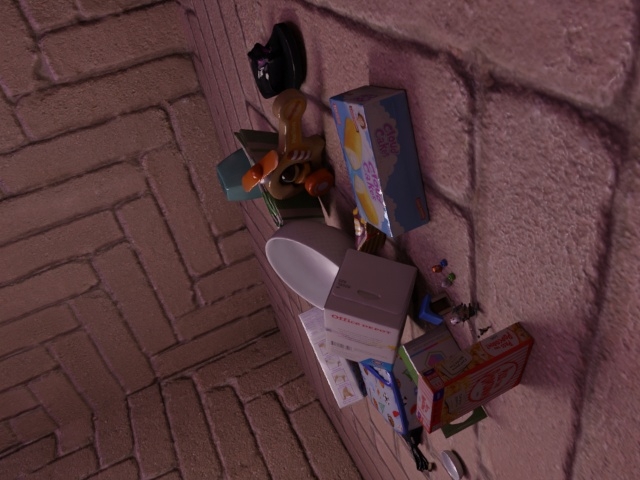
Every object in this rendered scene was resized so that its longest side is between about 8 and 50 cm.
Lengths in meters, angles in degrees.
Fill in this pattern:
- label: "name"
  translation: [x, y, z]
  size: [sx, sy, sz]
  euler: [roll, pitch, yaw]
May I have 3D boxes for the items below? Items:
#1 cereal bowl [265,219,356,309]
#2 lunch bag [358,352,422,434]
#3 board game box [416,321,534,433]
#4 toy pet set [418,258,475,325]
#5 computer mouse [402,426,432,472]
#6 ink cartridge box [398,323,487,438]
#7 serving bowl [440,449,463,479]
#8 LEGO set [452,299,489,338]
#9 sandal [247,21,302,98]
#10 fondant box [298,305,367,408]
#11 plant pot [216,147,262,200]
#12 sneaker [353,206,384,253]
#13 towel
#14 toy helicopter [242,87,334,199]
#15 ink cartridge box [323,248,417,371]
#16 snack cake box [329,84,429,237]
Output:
- label: "cereal bowl"
  translation: [0.021, 0.063, 1.512]
  size: [0.339, 0.141, 0.339]
  euler: [29, 152, 17]
- label: "lunch bag"
  translation: [0.197, 0.402, 1.575]
  size: [0.303, 0.115, 0.243]
  euler: [-160, 51, -70]
- label: "board game box"
  translation: [0.254, 0.232, 0.904]
  size: [0.045, 0.193, 0.147]
  euler: [55, 162, 41]
- label: "toy pet set"
  translation: [0.233, 0.119, 1.074]
  size: [0.122, 0.065, 0.114]
  euler: [63, 166, 17]
- label: "computer mouse"
  translation: [0.289, 0.633, 1.693]
  size: [0.262, 0.060, 0.184]
  euler: [84, 160, -50]
- label: "ink cartridge box"
  translation: [0.265, 0.297, 1.146]
  size: [0.209, 0.109, 0.062]
  euler: [63, 166, 19]
- label: "serving bowl"
  translation: [0.358, 0.600, 1.446]
  size: [0.083, 0.027, 0.083]
  euler: [158, 90, -77]
- label: "LEGO set"
  translation: [0.277, 0.143, 1.004]
  size: [0.023, 0.054, 0.083]
  euler: [2, -120, -64]
- label: "sandal"
  translation: [-0.146, -0.466, 1.497]
  size: [0.167, 0.107, 0.446]
  euler: [69, 166, -9]
- label: "fondant box"
  translation: [0.069, 0.369, 1.825]
  size: [0.330, 0.096, 0.238]
  euler: [64, -163, 10]
- label: "plant pot"
  translation: [-0.255, -0.248, 1.991]
  size: [0.166, 0.234, 0.165]
  euler: [63, 166, 15]
- label: "sneaker"
  translation: [0.113, -0.039, 1.300]
  size: [0.185, 0.069, 0.084]
  euler: [99, 155, -55]
- label: "towel"
  translation: [-0.115, -0.189, 1.632]
  size: [0.038, 0.248, 0.325]
  euler: [-34, 75, 33]
- label: "toy helicopter"
  translation: [-0.093, -0.236, 1.395]
  size: [0.140, 0.235, 0.355]
  euler: [54, 159, 30]
- label: "ink cartridge box"
  translation: [0.115, 0.165, 1.253]
  size: [0.171, 0.168, 0.233]
  euler: [15, 147, 12]
- label: "snack cake box"
  translation: [0.114, -0.155, 1.042]
  size: [0.152, 0.089, 0.264]
  euler: [-138, 28, -62]
